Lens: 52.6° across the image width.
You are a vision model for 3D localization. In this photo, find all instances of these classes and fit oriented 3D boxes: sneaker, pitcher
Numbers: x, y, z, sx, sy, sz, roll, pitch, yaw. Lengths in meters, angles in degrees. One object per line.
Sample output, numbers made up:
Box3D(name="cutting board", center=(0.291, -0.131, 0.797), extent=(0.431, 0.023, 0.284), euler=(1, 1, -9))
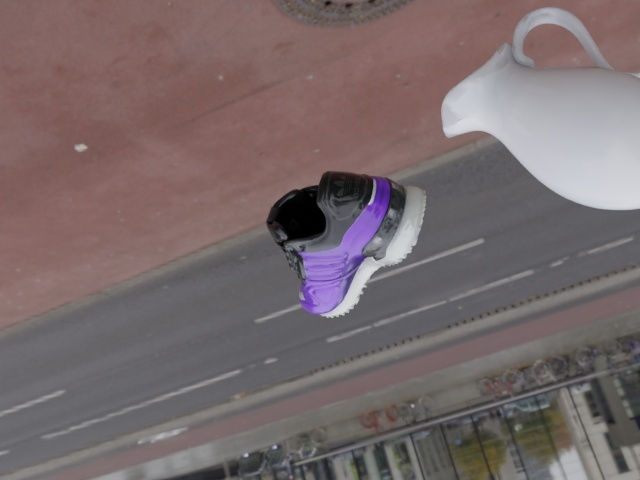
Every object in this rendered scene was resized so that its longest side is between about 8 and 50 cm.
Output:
Box3D(name="sneaker", center=(0.000, -0.001, 0.779), extent=(0.146, 0.102, 0.293), euler=(16, 149, -13))
Box3D(name="pitcher", center=(0.252, -0.136, 0.636), extent=(0.177, 0.207, 0.125), euler=(-55, 151, -4))
